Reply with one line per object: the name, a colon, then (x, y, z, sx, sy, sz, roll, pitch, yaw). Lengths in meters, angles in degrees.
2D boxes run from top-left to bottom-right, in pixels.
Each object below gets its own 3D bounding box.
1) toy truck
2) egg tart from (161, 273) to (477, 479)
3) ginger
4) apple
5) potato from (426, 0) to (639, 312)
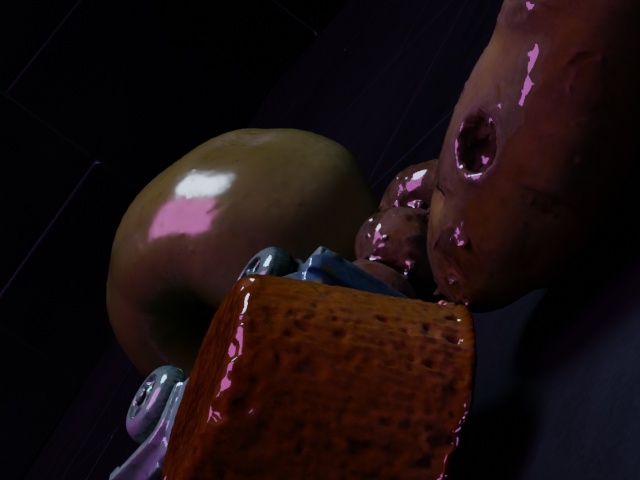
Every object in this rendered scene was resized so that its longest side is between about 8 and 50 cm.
toy truck: (-0.037, 0.132, 1.250, 0.279, 0.155, 0.156, -48, 19, 29)
egg tart: (0.001, 0.123, 1.036, 0.215, 0.171, 0.215, -160, 90, -80)
ginger: (0.070, 0.009, 1.388, 0.104, 0.080, 0.204, -35, 18, 48)
apple: (-0.065, 0.027, 1.515, 0.279, 0.279, 0.279, -52, 9, 12)
potato: (0.161, -0.086, 1.072, 0.296, 0.141, 0.191, -63, -7, 9)
